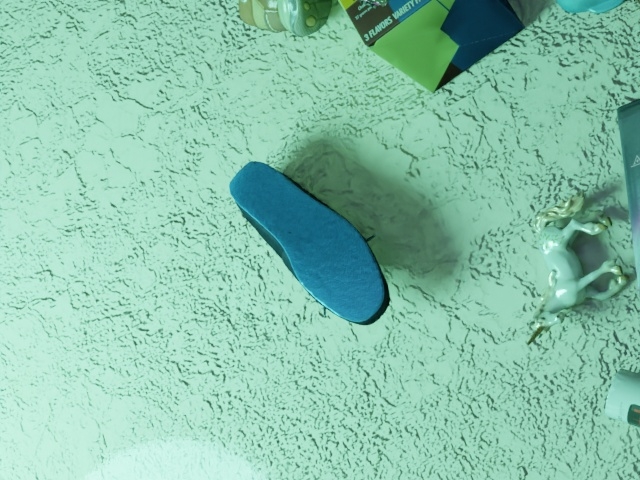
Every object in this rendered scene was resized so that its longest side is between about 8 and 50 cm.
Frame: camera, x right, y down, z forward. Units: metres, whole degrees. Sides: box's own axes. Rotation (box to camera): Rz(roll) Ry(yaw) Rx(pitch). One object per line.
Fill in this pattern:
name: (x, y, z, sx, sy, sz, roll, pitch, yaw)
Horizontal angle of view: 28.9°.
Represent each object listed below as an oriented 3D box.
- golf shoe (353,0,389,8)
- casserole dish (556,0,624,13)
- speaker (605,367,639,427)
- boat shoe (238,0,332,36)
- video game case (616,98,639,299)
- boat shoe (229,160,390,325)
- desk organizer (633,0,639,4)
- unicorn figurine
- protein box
golf shoe: (0.012, -0.310, 1.284, 0.186, 0.067, 0.086, 40, 101, 27)
casserole dish: (0.293, -0.347, 1.398, 0.114, 0.037, 0.188, -23, 72, 20)
speaker: (0.364, 0.176, 1.272, 0.136, 0.055, 0.055, 18, 90, 26)
boat shoe: (-0.047, -0.413, 1.526, 0.116, 0.123, 0.324, 3, 82, 28)
video game case: (0.399, -0.060, 1.230, 0.196, 0.026, 0.274, -22, 48, 30)
boat shoe: (0.000, 0.000, 1.459, 0.109, 0.089, 0.258, -38, 62, 2)
desk organizer: (0.398, -0.294, 1.334, 0.130, 0.047, 0.050, -44, 69, 13)
unicorn figurine: (0.270, 0.035, 1.343, 0.111, 0.060, 0.162, -20, 58, 22)
protein box: (0.098, -0.305, 1.392, 0.136, 0.200, 0.201, -35, 68, 18)
